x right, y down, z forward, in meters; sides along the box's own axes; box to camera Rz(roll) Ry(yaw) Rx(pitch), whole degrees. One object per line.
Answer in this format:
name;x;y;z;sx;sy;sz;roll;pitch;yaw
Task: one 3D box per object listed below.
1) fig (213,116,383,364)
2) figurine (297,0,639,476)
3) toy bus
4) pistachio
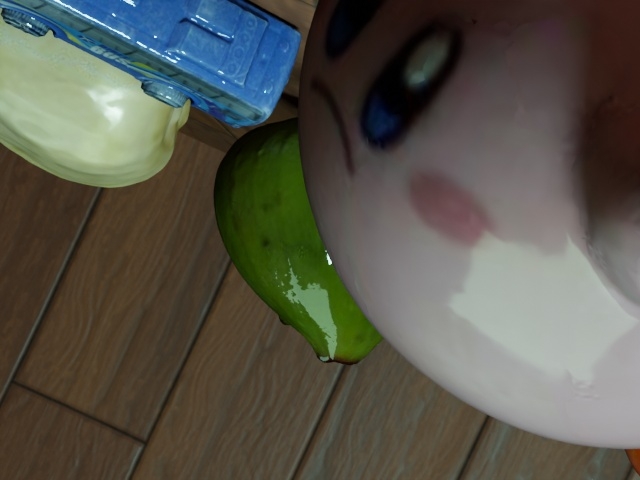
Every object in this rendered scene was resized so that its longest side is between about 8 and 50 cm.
fig;0.000;0.000;1.663;0.203;0.225;0.203;1;175;0
figurine;0.075;-0.032;0.460;0.173;0.173;0.173;25;178;1
toy bus;-0.123;-0.147;1.175;0.236;0.079;0.094;26;177;-26
pistachio;-0.200;-0.135;1.351;0.229;0.157;0.157;32;178;-7
